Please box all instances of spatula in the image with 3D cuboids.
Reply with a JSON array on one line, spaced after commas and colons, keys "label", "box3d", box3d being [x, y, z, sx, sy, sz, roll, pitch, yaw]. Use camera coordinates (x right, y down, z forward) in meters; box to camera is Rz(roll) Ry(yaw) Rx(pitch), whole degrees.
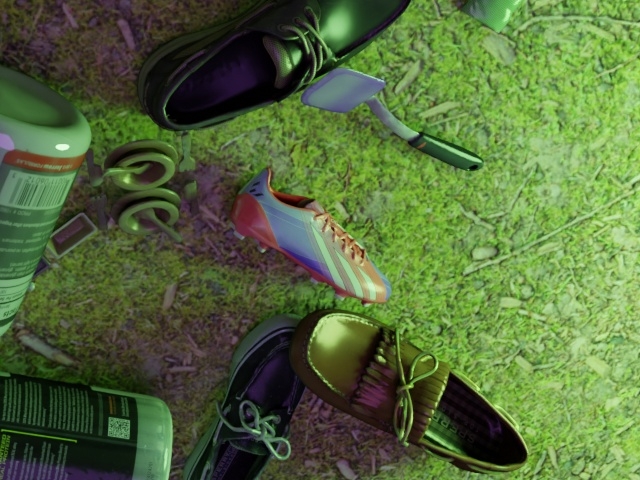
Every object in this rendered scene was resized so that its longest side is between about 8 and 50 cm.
[{"label": "spatula", "box3d": [0.098, -0.140, 1.820, 0.296, 0.030, 0.084, 26, 136, -37]}]

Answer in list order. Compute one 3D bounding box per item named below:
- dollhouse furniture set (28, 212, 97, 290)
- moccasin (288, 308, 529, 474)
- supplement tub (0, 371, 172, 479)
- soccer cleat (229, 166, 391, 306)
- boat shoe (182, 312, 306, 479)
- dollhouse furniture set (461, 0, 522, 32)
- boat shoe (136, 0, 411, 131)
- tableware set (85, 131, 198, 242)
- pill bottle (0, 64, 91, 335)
[{"label": "dollhouse furniture set", "box3d": [-0.334, 0.003, 1.798, 0.114, 0.081, 0.091, -35, 118, 6]}, {"label": "moccasin", "box3d": [0.119, 0.206, 1.945, 0.380, 0.147, 0.139, 39, 74, -26]}, {"label": "supplement tub", "box3d": [-0.357, 0.267, 1.860, 0.316, 0.193, 0.194, 12, 112, -18]}, {"label": "soccer cleat", "box3d": [0.000, 0.000, 1.876, 0.248, 0.083, 0.095, 29, 102, -21]}, {"label": "boat shoe", "box3d": [-0.091, 0.241, 1.956, 0.113, 0.105, 0.306, 27, 107, -23]}, {"label": "dollhouse furniture set", "box3d": [0.185, -0.303, 1.777, 0.151, 0.058, 0.076, 25, 108, -22]}, {"label": "boat shoe", "box3d": [-0.042, -0.217, 1.728, 0.355, 0.130, 0.132, -30, 118, 3]}, {"label": "tableware set", "box3d": [-0.208, -0.054, 1.766, 0.128, 0.039, 0.194, -10, 152, -7]}, {"label": "pill bottle", "box3d": [-0.419, -0.009, 1.685, 0.210, 0.210, 0.363, 20, 109, -21]}]
